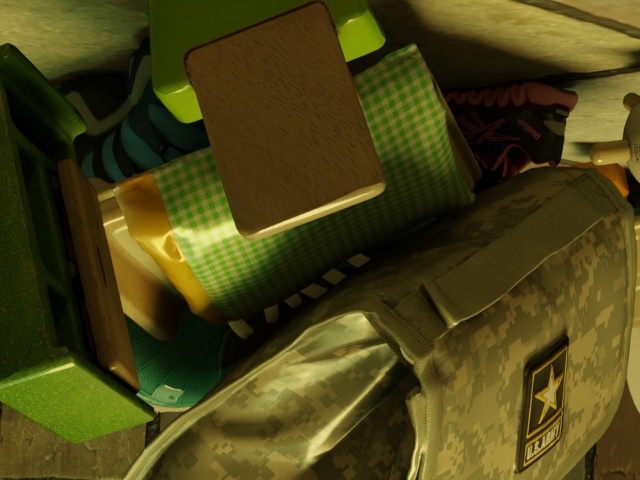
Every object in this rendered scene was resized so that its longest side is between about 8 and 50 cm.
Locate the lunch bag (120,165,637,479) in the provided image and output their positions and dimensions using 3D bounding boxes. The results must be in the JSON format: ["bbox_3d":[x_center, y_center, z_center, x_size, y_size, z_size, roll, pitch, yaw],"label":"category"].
[{"bbox_3d":[0.044,0.097,1.033,0.235,0.169,0.287,-30,163,-49],"label":"lunch bag"}]

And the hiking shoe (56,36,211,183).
[{"bbox_3d":[-0.076,-0.036,1.070,0.113,0.132,0.304,6,172,-24],"label":"hiking shoe"}]

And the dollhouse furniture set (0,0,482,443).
[{"bbox_3d":[-0.022,0.009,0.884,0.197,0.151,0.301,-21,157,9],"label":"dollhouse furniture set"}]

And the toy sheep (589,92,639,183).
[{"bbox_3d":[0.204,-0.055,0.995,0.132,0.091,0.091,-15,176,-9],"label":"toy sheep"}]

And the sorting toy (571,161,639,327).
[{"bbox_3d":[0.278,-0.010,1.397,0.229,0.041,0.307,-11,156,10],"label":"sorting toy"}]

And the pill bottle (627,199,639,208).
[{"bbox_3d":[0.232,-0.001,1.531,0.120,0.067,0.067,3,174,-1],"label":"pill bottle"}]

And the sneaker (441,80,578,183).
[{"bbox_3d":[0.101,-0.061,1.114,0.047,0.057,0.119,6,175,-37],"label":"sneaker"}]

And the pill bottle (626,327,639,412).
[{"bbox_3d":[0.480,0.119,1.761,0.407,0.229,0.229,9,171,-40],"label":"pill bottle"}]

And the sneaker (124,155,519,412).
[{"bbox_3d":[0.000,0.000,1.176,0.302,0.108,0.121,-31,170,-25],"label":"sneaker"}]
